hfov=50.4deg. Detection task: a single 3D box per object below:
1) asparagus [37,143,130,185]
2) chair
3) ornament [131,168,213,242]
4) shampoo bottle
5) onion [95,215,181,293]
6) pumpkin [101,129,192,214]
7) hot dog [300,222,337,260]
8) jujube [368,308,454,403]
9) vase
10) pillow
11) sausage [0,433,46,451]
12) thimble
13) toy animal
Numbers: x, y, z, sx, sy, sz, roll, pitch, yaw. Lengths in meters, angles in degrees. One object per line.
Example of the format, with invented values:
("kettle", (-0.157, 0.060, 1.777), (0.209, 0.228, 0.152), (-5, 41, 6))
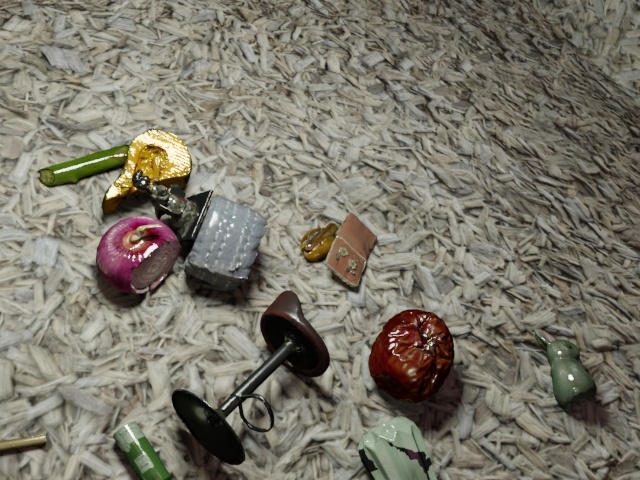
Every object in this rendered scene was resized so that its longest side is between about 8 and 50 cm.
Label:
("asparagus", (-0.665, -0.217, 1.956), (0.278, 0.060, 0.067), (-25, 77, -30))
("chair", (-0.138, 0.314, 1.638), (0.226, 0.226, 0.401), (39, 53, 11))
("ornament", (-0.428, -0.104, 1.821), (0.196, 0.166, 0.153), (33, 65, -29))
("shampoo bottle", (-0.388, 0.506, 1.521), (0.065, 0.065, 0.204), (-28, 68, -32))
("onion", (-0.486, 0.030, 1.772), (0.201, 0.200, 0.207), (27, 84, 2))
("pumpkin", (-0.479, -0.170, 1.924), (0.190, 0.139, 0.280), (26, 64, -13))
("hot dog", (0.001, 0.002, 2.010), (0.140, 0.060, 0.090), (-26, 71, -36))
("jujube", (0.241, 0.304, 1.787), (0.213, 0.213, 0.232), (34, 57, 8))
("vase", (0.222, 0.604, 1.594), (0.165, 0.165, 0.360), (-14, 65, -26))
("pillow", (0.090, 0.028, 2.012), (0.126, 0.043, 0.232), (41, 48, -18))
("sausage", (-0.674, 0.448, 1.494), (0.132, 0.024, 0.024), (-5, 57, -22))
("thimble", (-0.254, 0.008, 1.831), (0.172, 0.205, 0.236), (23, 50, -8))
("toy animal", (0.696, 0.348, 1.942), (0.125, 0.127, 0.251), (-2, 52, -16))
